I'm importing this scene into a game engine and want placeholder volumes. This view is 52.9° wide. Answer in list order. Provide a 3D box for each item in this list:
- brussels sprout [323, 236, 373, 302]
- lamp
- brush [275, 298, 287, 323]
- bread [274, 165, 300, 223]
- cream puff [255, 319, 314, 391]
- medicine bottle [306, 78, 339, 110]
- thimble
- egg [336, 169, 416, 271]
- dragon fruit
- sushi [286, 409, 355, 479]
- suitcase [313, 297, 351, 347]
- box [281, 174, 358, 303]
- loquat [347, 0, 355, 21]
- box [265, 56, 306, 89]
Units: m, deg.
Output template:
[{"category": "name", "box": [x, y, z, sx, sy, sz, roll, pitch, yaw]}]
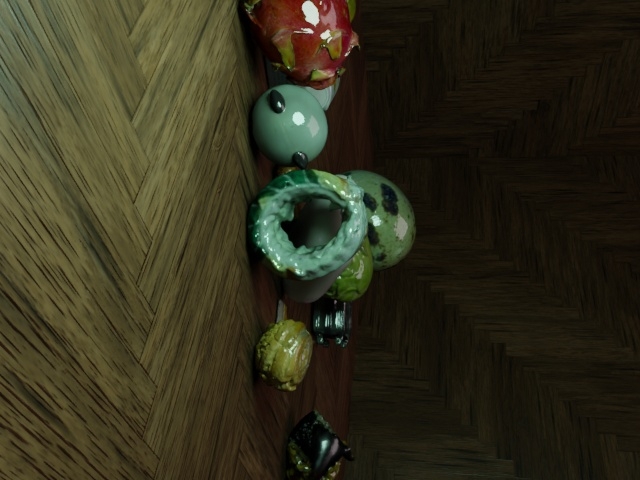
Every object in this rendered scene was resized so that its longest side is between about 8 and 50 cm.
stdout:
[{"category": "brussels sprout", "box": [0.054, 0.058, 2.129, 0.328, 0.247, 0.328, -13, 90, -72]}, {"category": "lamp", "box": [-0.076, -0.280, 1.545, 0.244, 0.198, 0.197, -106, -168, -69]}, {"category": "brush", "box": [-0.098, 0.259, 1.903, 0.272, 0.013, 0.103, 69, 24, -66]}, {"category": "bread", "box": [-0.092, -0.140, 1.783, 0.193, 0.064, 0.193, -1, 90, -85]}, {"category": "cream puff", "box": [-0.095, 0.274, 1.582, 0.189, 0.129, 0.189, 13, 90, -78]}, {"category": "medicine bottle", "box": [-0.004, -0.515, 2.112, 0.296, 0.111, 0.161, -67, 156, -62]}, {"category": "thimble", "box": [-0.023, -0.042, 1.520, 0.254, 0.288, 0.167, 61, 8, 1]}, {"category": "egg", "box": [0.174, -0.083, 2.426, 0.345, 0.345, 0.428, 75, -7, -58]}, {"category": "dragon fruit", "box": [-0.044, -0.501, 1.455, 0.250, 0.250, 0.315, -38, 107, -77]}, {"category": "sushi", "box": [-0.016, 0.658, 1.945, 0.200, 0.204, 0.213, 56, -12, -30]}, {"category": "suitcase", "box": [0.046, 0.237, 2.385, 0.202, 0.128, 0.312, 54, 38, -74]}, {"category": "box", "box": [0.001, 0.000, 1.791, 0.349, 0.141, 0.288, 127, -25, -53]}, {"category": "loquat", "box": [-0.010, -0.669, 1.847, 0.246, 0.213, 0.213, -171, -99, -76]}, {"category": "box", "box": [-0.093, -0.467, 1.688, 0.135, 0.079, 0.269, -77, 164, -53]}]
